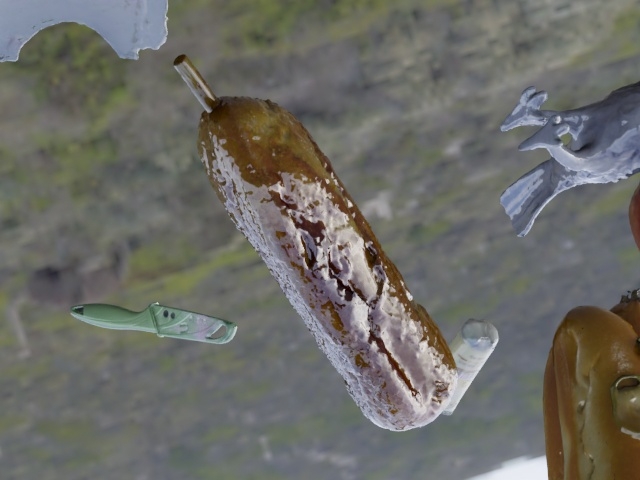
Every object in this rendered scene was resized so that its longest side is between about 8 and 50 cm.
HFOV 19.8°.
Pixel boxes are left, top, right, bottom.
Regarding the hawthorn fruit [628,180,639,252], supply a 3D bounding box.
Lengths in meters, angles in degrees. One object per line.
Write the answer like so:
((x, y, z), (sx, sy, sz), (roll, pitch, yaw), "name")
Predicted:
((0.401, -0.025, 1.875), (0.189, 0.251, 0.189), (-34, 152, -21), "hawthorn fruit")

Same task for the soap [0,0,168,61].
((-0.171, -0.293, 1.220), (0.159, 0.302, 0.258), (4, 171, 0), "soap")

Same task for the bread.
((-0.002, 0.001, 1.314), (0.084, 0.344, 0.124), (-38, -153, -9), "bread")

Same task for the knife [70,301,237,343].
((-0.152, 0.069, 1.634), (0.207, 0.030, 0.014), (6, -179, 39), "knife")

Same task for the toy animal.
((0.257, -0.094, 1.716), (0.205, 0.081, 0.367), (8, 152, -45), "toy animal")

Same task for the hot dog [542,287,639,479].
((0.162, 0.150, 0.996), (0.072, 0.270, 0.109), (2, 158, -3), "hot dog")

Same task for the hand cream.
((0.139, 0.137, 1.919), (0.061, 0.039, 0.143), (6, 135, -25), "hand cream")
